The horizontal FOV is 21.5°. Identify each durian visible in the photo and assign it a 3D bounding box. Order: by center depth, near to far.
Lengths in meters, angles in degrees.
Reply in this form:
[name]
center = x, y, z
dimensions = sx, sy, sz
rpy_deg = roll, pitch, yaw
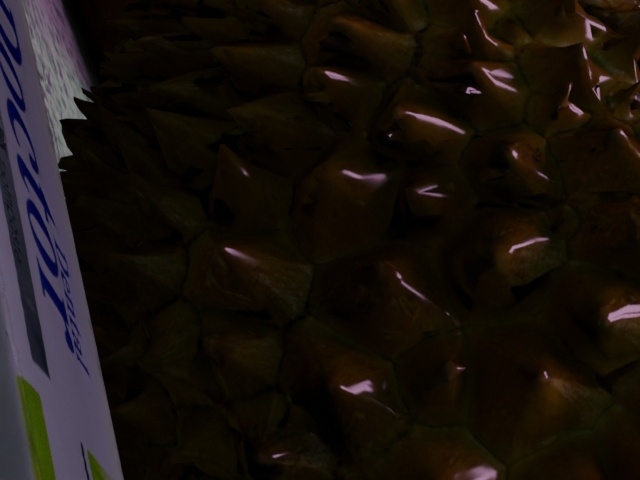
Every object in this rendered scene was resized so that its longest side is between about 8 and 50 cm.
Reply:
[durian]
center = 0.078, 0.039, 0.621
dimensions = 0.384, 0.348, 0.347
rpy_deg = 32, -8, 17

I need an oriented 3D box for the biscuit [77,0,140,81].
[biscuit]
center = -0.067, -0.211, 1.066
dimensions = 0.342, 0.166, 0.395
rpy_deg = 56, 17, -80

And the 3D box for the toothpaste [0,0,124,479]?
[toothpaste]
center = -0.088, 0.038, 0.386
dimensions = 0.081, 0.067, 0.337
rpy_deg = 70, 3, -60
